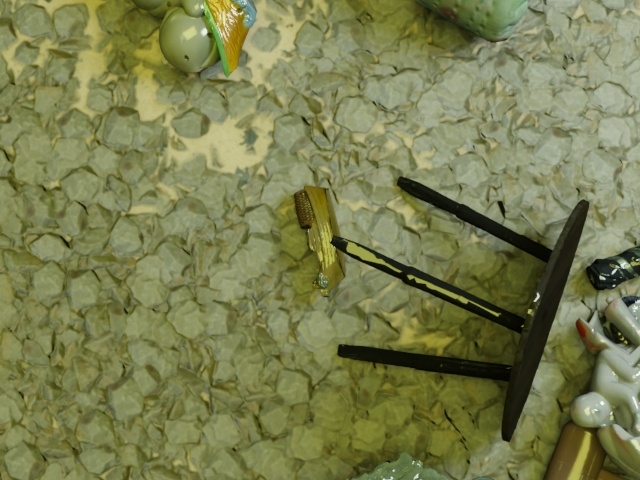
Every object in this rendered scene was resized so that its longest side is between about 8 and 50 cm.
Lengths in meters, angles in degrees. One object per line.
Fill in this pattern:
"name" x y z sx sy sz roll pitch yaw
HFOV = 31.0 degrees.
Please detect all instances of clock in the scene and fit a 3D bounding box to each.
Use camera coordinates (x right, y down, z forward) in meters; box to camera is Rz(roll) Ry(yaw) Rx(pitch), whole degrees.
"clock" -0.171 -0.313 1.513 0.144 0.103 0.231 -32 78 10

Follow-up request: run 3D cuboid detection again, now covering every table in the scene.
"table" 0.154 0.076 1.422 0.249 0.317 0.317 18 85 16

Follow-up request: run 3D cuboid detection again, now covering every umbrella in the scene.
"umbrella" 0.436 0.014 1.495 0.188 0.046 0.050 -21 129 -1

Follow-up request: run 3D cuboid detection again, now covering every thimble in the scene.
"thimble" 0.219 -0.367 1.471 0.149 0.185 0.211 28 71 2

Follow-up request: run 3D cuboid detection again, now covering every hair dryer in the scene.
"hair dryer" 0.377 0.310 1.468 0.182 0.064 0.117 23 84 -5

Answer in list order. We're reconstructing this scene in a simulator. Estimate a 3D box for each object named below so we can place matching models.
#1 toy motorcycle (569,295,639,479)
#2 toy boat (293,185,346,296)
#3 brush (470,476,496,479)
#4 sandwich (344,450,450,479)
"toy motorcycle" 0.388 0.193 1.423 0.171 0.110 0.260 -13 64 -11
"toy boat" 0.000 0.000 1.508 0.049 0.047 0.149 -13 81 13
"brush" 0.221 0.436 1.469 0.062 0.027 0.266 -6 85 0
"sandwich" 0.084 0.413 1.360 0.262 0.131 0.325 3 53 -8
